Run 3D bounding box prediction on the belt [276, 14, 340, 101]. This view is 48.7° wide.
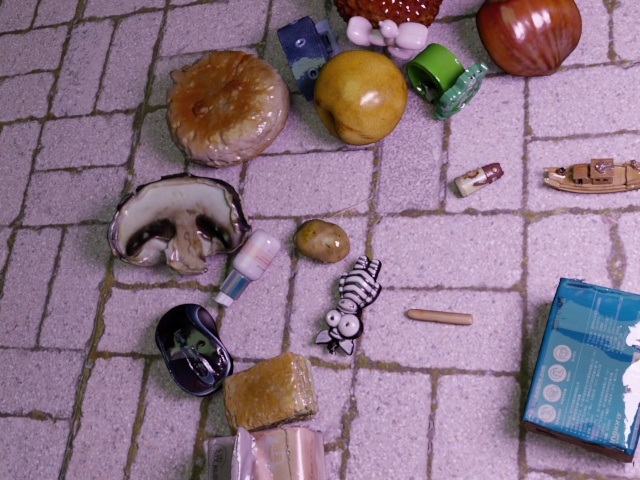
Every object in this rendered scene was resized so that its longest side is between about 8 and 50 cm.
[{"bbox_3d":[-0.016,-0.444,1.692,0.129,0.122,0.218,-22,62,9],"label":"belt"}]

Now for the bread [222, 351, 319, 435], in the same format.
[{"bbox_3d":[-0.109,0.316,1.439,0.196,0.102,0.138,-18,62,16],"label":"bread"}]

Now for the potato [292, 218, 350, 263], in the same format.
[{"bbox_3d":[0.000,0.000,1.538,0.138,0.070,0.091,18,76,27],"label":"potato"}]

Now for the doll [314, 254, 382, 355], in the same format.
[{"bbox_3d":[0.064,0.134,1.462,0.091,0.067,0.219,19,79,23],"label":"doll"}]

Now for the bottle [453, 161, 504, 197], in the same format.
[{"bbox_3d":[0.330,-0.131,1.472,0.101,0.047,0.063,-26,52,9],"label":"bottle"}]

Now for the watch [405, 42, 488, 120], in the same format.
[{"bbox_3d":[0.266,-0.359,1.522,0.131,0.165,0.152,-41,77,-5],"label":"watch"}]

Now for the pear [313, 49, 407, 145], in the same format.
[{"bbox_3d":[0.092,-0.319,1.555,0.209,0.209,0.208,-8,67,19],"label":"pear"}]

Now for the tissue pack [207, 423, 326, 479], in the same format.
[{"bbox_3d":[-0.111,0.502,1.296,0.239,0.238,0.305,-12,66,17],"label":"tissue pack"}]

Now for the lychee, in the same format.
[{"bbox_3d":[0.149,-0.583,1.606,0.276,0.304,0.275,-34,46,45],"label":"lychee"}]

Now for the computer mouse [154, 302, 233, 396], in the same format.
[{"bbox_3d":[-0.284,0.230,1.546,0.137,0.096,0.233,-43,59,1],"label":"computer mouse"}]

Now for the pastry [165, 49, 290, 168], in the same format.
[{"bbox_3d":[-0.229,-0.313,1.717,0.330,0.136,0.329,-7,68,18],"label":"pastry"}]

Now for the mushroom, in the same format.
[{"bbox_3d":[-0.318,-0.031,1.655,0.345,0.130,0.247,-18,80,16],"label":"mushroom"}]

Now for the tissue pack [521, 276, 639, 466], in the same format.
[{"bbox_3d":[0.474,0.223,1.222,0.192,0.134,0.270,15,76,27],"label":"tissue pack"}]

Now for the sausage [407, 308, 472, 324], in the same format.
[{"bbox_3d":[0.237,0.152,1.409,0.133,0.024,0.024,3,71,22],"label":"sausage"}]

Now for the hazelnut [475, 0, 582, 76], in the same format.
[{"bbox_3d":[0.432,-0.446,1.492,0.210,0.210,0.186,-44,36,1],"label":"hazelnut"}]

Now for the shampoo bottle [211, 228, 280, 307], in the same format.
[{"bbox_3d":[-0.167,0.066,1.576,0.074,0.074,0.192,32,83,29],"label":"shampoo bottle"}]

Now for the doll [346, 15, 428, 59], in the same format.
[{"bbox_3d":[0.135,-0.436,1.508,0.160,0.161,0.059,15,90,-10],"label":"doll"}]

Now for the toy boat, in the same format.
[{"bbox_3d":[0.540,-0.127,1.371,0.206,0.072,0.064,-1,68,21],"label":"toy boat"}]
